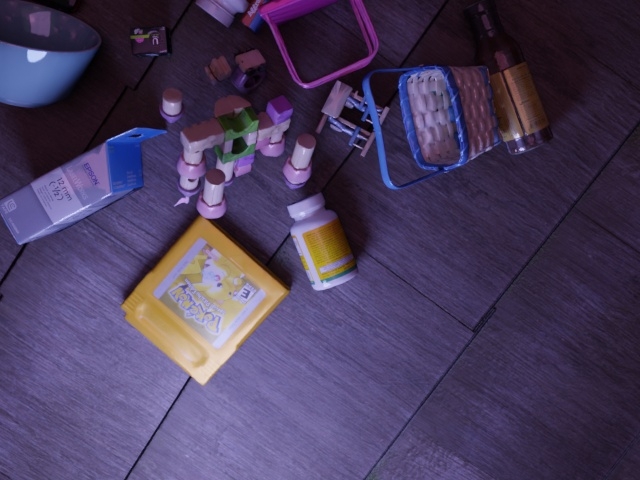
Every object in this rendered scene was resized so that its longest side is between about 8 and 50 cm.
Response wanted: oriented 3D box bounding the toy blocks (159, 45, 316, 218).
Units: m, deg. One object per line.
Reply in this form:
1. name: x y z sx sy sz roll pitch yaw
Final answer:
1. toy blocks: -0.203 -0.209 1.725 0.289 0.260 0.308 -24 70 -23

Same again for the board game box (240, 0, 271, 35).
1. board game box: -0.083 -0.588 1.683 0.027 0.145 0.281 33 97 0

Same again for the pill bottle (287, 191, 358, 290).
1. pill bottle: 0.000 0.000 1.773 0.118 0.117 0.208 -22 96 5

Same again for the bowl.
1. bowl: -0.655 -0.403 1.680 0.312 0.311 0.163 21 118 -1

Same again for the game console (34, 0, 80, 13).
1. game console: -0.688 -0.740 1.732 0.387 0.060 0.341 20 98 0

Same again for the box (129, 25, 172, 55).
1. box: -0.390 -0.458 1.760 0.083 0.052 0.062 -4 97 2

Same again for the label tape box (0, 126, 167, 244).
1. label tape box: -0.504 -0.129 1.710 0.348 0.249 0.115 -26 96 6

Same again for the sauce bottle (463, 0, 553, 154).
1. sauce bottle: 0.415 -0.368 1.709 0.112 0.111 0.344 -20 97 5

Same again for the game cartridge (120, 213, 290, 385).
1. game cartridge: -0.281 0.143 1.838 0.285 0.052 0.323 41 96 -3

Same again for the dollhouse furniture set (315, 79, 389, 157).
1. dollhouse furniture set: 0.068 -0.266 1.699 0.129 0.183 0.128 27 100 -1

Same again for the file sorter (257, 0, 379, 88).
1. file sorter: 0.007 -0.436 1.630 0.202 0.290 0.182 -22 99 5

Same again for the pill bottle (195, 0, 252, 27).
1. pill bottle: -0.180 -0.589 1.700 0.121 0.121 0.216 37 98 -3

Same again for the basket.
1. basket: 0.238 -0.258 1.666 0.289 0.201 0.254 -15 98 -31
